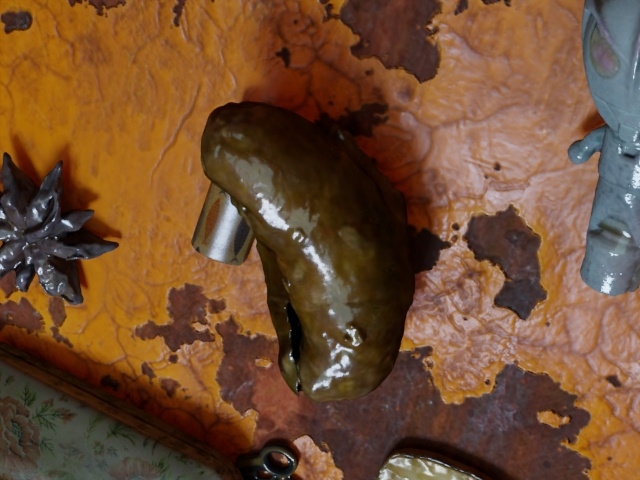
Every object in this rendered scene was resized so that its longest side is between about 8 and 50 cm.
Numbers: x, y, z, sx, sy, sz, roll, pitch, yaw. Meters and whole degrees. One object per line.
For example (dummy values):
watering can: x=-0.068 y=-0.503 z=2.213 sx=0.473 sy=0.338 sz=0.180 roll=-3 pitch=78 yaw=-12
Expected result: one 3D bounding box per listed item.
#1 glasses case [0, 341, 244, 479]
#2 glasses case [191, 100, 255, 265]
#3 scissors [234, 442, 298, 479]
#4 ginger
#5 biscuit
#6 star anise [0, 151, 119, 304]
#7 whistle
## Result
glasses case: x=-0.289 y=0.262 z=1.211 sx=0.425 sy=0.098 sz=0.156 roll=24 pitch=106 yaw=13
glasses case: x=-0.086 y=-0.056 z=1.041 sx=0.064 sy=0.041 sz=0.170 roll=26 pitch=118 yaw=7
scissors: x=-0.126 y=0.282 z=1.219 sx=0.220 sy=0.017 sz=0.088 roll=0 pitch=113 yaw=21
ginger: x=0.000 y=0.000 z=0.973 sx=0.165 sy=0.172 sz=0.321 roll=5 pitch=120 yaw=59
biscuit: x=0.157 y=0.342 z=1.130 sx=0.203 sy=0.041 sz=0.260 roll=-30 pitch=99 yaw=32
star anise: x=-0.334 y=-0.003 z=1.142 sx=0.182 sy=0.065 sz=0.195 roll=-24 pitch=107 yaw=29
whistle: x=0.283 y=-0.108 z=0.844 sx=0.142 sy=0.134 sz=0.346 roll=10 pitch=125 yaw=12
